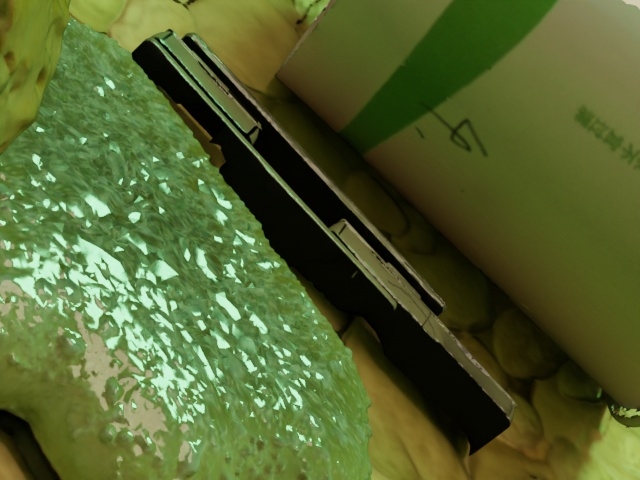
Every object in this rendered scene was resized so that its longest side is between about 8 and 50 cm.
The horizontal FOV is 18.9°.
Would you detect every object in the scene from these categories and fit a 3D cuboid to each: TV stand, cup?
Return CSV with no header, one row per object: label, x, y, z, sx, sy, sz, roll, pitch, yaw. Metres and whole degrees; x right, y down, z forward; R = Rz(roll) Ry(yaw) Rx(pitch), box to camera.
TV stand,0.000,0.000,0.915,0.249,0.036,0.042,47,29,-4
cup,0.135,-0.076,0.997,0.274,0.253,0.253,37,32,-4

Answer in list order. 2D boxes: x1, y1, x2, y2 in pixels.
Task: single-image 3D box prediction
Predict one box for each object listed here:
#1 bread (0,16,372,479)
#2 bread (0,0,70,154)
bread,-0.093,0.012,0.771,0.286,0.056,0.207,51,29,6
bread,-0.199,-0.114,0.664,0.244,0.134,0.244,16,43,-16
